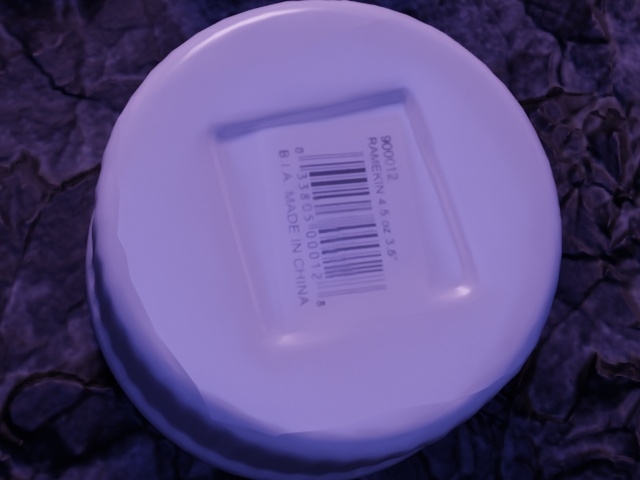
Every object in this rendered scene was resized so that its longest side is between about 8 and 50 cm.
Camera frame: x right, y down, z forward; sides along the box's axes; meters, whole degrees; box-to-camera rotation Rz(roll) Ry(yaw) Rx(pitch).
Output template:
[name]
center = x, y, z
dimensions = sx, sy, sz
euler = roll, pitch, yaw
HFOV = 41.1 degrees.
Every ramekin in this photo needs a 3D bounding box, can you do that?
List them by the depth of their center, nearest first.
[ramekin]
center = 0.000, 0.000, 0.494
dimensions = 0.277, 0.135, 0.277
euler = 2, 75, -9
